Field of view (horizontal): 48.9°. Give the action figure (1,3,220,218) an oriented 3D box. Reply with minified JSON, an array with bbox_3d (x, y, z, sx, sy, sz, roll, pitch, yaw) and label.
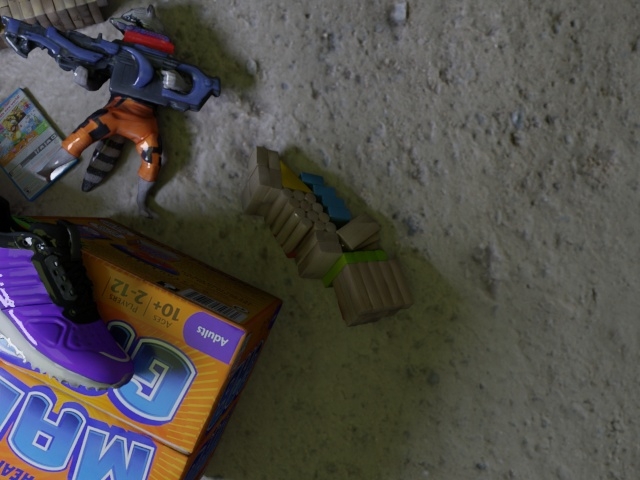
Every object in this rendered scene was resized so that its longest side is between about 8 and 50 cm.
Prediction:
[{"bbox_3d":[-0.361,-0.240,1.163,0.341,0.178,0.330,21,89,-21],"label":"action figure"}]

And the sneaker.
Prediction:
[{"bbox_3d":[-0.326,0.053,0.848,0.293,0.102,0.146,37,92,3],"label":"sneaker"}]

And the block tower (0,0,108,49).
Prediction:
[{"bbox_3d":[-0.526,-0.381,1.169,0.335,0.097,0.091,-18,88,-9],"label":"block tower"}]

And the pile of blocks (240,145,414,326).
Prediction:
[{"bbox_3d":[0.000,0.000,1.186,0.362,0.149,0.112,50,138,10],"label":"pile of blocks"}]

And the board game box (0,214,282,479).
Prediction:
[{"bbox_3d":[-0.309,0.194,1.080,0.356,0.356,0.356,25,93,4],"label":"board game box"}]

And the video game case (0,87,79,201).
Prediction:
[{"bbox_3d":[-0.525,-0.170,1.255,0.119,0.015,0.166,-39,89,6],"label":"video game case"}]
